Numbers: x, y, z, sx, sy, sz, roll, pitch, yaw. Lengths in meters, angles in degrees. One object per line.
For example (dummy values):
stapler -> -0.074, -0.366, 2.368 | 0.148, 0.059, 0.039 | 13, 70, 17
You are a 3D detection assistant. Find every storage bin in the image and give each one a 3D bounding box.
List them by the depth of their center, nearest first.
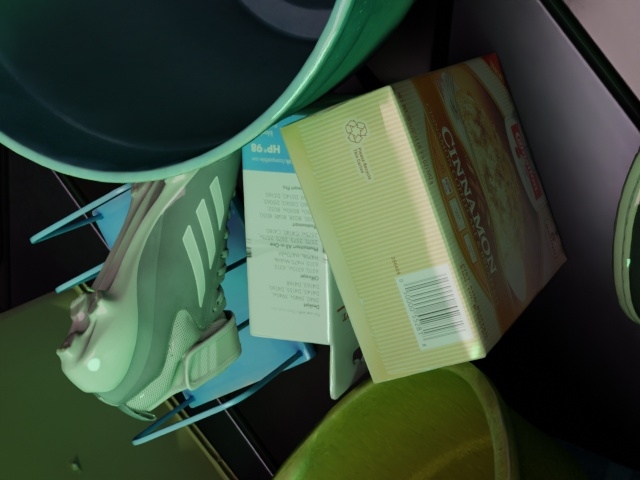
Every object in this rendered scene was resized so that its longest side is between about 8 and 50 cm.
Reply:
storage bin -> -0.204, 0.186, 0.748 | 0.123, 0.262, 0.260 | -41, 85, 26

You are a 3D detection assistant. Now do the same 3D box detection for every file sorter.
file sorter -> -0.107, 0.040, 0.751 | 0.118, 0.104, 0.170 | -26, 92, 28

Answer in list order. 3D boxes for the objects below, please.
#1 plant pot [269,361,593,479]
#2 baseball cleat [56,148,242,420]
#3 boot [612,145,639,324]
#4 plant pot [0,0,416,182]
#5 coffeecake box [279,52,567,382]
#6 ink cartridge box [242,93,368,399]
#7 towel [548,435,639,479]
plant pot -> 0.121, 0.307, 0.574 | 0.353, 0.366, 0.366 | 33, 117, -12
baseball cleat -> -0.082, 0.012, 0.665 | 0.109, 0.205, 0.072 | 38, 161, -29
boot -> 0.252, -0.028, 0.528 | 0.178, 0.085, 0.236 | 44, 121, 53
plant pot -> -0.049, -0.189, 0.576 | 0.272, 0.255, 0.271 | 7, 107, 24
coffeecake box -> 0.068, -0.022, 0.605 | 0.068, 0.185, 0.142 | -18, 96, 28
ink cartridge box -> 0.000, 0.000, 0.689 | 0.060, 0.104, 0.180 | 5, 105, 24
towel -> 0.180, 0.173, 0.694 | 0.120, 0.029, 0.067 | 20, 111, 20
